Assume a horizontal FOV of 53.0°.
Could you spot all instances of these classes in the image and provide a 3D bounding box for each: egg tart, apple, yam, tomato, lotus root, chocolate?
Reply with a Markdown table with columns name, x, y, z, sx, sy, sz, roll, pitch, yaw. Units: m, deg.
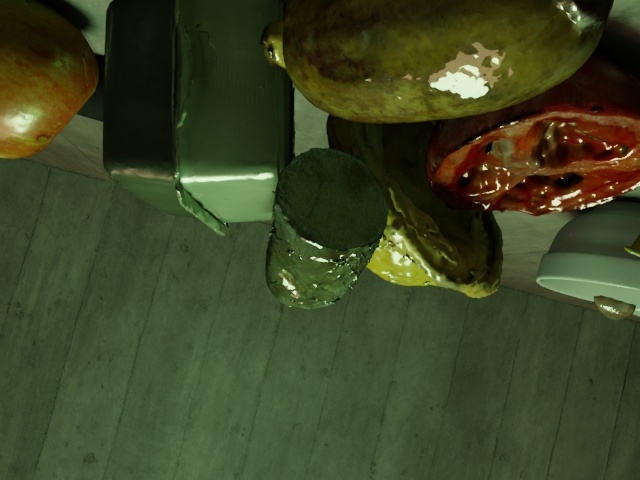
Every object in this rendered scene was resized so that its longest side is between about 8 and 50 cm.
| name | x | y | z | sx | sy | sz | roll | pitch | yaw |
| --- | --- | --- | --- | --- | --- | --- | --- | --- | --- |
| egg tart | 0.100 | -0.044 | 0.740 | 0.288 | 0.288 | 0.118 | 19 | 133 | -43 |
| apple | -0.374 | -0.199 | 0.759 | 0.196 | 0.196 | 0.196 | 14 | 174 | 1 |
| yam | 0.000 | 0.000 | 0.610 | 0.107 | 0.107 | 0.183 | 14 | 152 | -4 |
| tomato | 0.204 | -0.104 | 0.603 | 0.227 | 0.101 | 0.228 | -2 | 158 | -1 |
| lotus root | 0.053 | -0.146 | 0.413 | 0.260 | 0.145 | 0.128 | 5 | 163 | 45 |
| chocolate | 0.475 | 0.113 | 1.049 | 0.064 | 0.031 | 0.100 | 17 | 177 | 21 |

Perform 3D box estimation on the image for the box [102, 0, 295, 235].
| name | x | y | z | sx | sy | sz | roll | pitch | yaw |
| --- | --- | --- | --- | --- | --- | --- | --- | --- | --- |
| box | -0.110 | -0.125 | 0.673 | 0.166 | 0.221 | 0.290 | -1 | 173 | 0 |

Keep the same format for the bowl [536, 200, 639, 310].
| name | x | y | z | sx | sy | sz | roll | pitch | yaw |
| --- | --- | --- | --- | --- | --- | --- | --- | --- | --- |
| bowl | 0.503 | 0.028 | 1.017 | 0.286 | 0.144 | 0.287 | 15 | 175 | 1 |

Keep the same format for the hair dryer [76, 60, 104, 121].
| name | x | y | z | sx | sy | sz | roll | pitch | yaw |
| --- | --- | --- | --- | --- | --- | --- | --- | --- | --- |
| hair dryer | -0.279 | -0.206 | 1.014 | 0.197 | 0.089 | 0.251 | 14 | -179 | 2 |

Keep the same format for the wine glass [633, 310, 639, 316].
| name | x | y | z | sx | sy | sz | roll | pitch | yaw |
| --- | --- | --- | --- | --- | --- | --- | --- | --- | --- |
| wine glass | 0.682 | 0.088 | 1.206 | 0.143 | 0.143 | 0.321 | 15 | 175 | -6 |

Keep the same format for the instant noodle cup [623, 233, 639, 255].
| name | x | y | z | sx | sy | sz | roll | pitch | yaw |
| --- | --- | --- | --- | --- | --- | --- | --- | --- | --- |
| instant noodle cup | 0.427 | -0.017 | 0.646 | 0.182 | 0.144 | 0.182 | 22 | -171 | -4 |
